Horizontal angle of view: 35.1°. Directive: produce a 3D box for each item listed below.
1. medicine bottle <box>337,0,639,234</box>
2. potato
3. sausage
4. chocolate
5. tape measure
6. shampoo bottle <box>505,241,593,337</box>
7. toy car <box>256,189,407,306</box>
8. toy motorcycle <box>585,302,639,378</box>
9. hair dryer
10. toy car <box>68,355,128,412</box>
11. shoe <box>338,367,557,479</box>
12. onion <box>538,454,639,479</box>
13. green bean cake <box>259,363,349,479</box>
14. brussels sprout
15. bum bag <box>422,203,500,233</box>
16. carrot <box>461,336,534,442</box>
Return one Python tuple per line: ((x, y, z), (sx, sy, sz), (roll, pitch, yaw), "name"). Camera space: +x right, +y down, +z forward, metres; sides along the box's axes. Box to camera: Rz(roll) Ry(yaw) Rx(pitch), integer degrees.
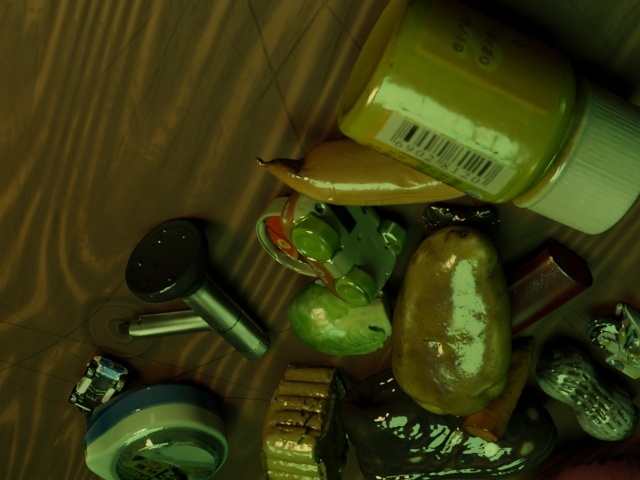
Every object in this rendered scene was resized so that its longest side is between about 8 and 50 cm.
((0.236, -0.166, 1.348), (0.384, 0.224, 0.224), (24, 134, -9), "medicine bottle")
((0.214, 0.139, 1.648), (0.176, 0.195, 0.369), (-12, 123, -18), "potato")
((0.068, -0.105, 1.497), (0.328, 0.112, 0.112), (-3, 134, 1), "sausage")
((0.477, 0.274, 1.808), (0.248, 0.110, 0.110), (41, 129, -18), "chocolate")
((-0.318, 0.411, 2.054), (0.262, 0.138, 0.259), (-32, 137, 25), "tape measure")
((0.329, 0.105, 1.703), (0.102, 0.064, 0.260), (34, 131, -15), "shampoo bottle")
((0.000, 0.000, 1.643), (0.235, 0.145, 0.235), (24, 148, 16), "toy car")
((0.568, 0.178, 1.717), (0.225, 0.073, 0.152), (37, 129, -24), "toy motorcycle")
((-0.276, 0.133, 1.815), (0.284, 0.155, 0.320), (-15, 138, 12), "hair dryer")
((-0.453, 0.296, 2.062), (0.080, 0.070, 0.170), (27, 132, -14), "toy car")
((0.230, 0.327, 1.875), (0.384, 0.171, 0.237), (-12, 122, 17), "shoe")
((0.569, 0.590, 1.965), (0.358, 0.345, 0.358), (3, 170, 1), "onion")
((-0.028, 0.377, 1.941), (0.131, 0.224, 0.229), (3, 132, 14), "green bean cake")
((0.034, 0.131, 1.740), (0.181, 0.144, 0.161), (-19, 124, 26), "brussels sprout")
((0.224, -0.035, 1.613), (0.124, 0.034, 0.058), (2, 138, 13), "bum bag")
((0.326, 0.255, 1.775), (0.072, 0.205, 0.072), (30, 166, 8), "carrot")
